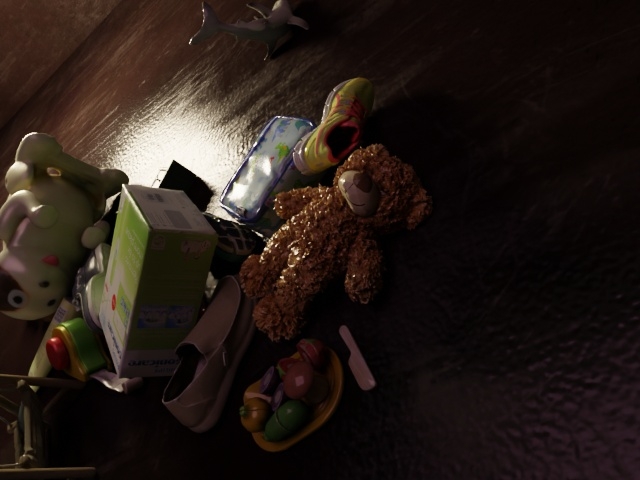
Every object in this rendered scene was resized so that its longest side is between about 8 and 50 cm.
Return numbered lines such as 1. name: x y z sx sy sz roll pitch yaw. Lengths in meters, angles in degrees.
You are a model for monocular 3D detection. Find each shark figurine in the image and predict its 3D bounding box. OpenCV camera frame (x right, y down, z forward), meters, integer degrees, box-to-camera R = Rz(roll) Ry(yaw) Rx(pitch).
1. shark figurine: -0.145 -0.473 1.348 0.166 0.278 0.116 43 139 23

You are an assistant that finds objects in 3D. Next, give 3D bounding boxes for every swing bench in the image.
1. swing bench: -0.590 0.367 1.104 0.165 0.254 0.253 -47 39 10

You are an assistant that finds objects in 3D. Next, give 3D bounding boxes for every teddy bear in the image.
1. teddy bear: 0.000 0.000 0.875 0.338 0.113 0.245 -30 47 29

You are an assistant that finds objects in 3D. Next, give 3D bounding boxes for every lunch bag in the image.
1. lunch bag: -0.083 -0.119 1.065 0.219 0.090 0.176 -56 36 -3

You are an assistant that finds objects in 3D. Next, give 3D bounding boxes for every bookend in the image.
1. bookend: -0.390 -0.108 1.383 0.156 0.072 0.157 10 71 49

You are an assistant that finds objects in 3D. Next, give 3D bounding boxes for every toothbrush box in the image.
1. toothbrush box: -0.299 0.069 1.046 0.206 0.122 0.283 44 123 50

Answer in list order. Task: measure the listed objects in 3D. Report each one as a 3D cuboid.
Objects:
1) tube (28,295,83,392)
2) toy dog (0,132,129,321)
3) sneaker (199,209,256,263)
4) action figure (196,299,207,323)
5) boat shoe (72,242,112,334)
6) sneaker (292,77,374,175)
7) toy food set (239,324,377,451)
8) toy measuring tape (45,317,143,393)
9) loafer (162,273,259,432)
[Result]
1. tube: -0.644 0.251 1.408 0.240 0.062 0.070 -61 -5 0
2. toy dog: -0.714 -0.003 1.475 0.395 0.284 0.408 -21 54 26
3. sneaker: -0.211 0.007 1.120 0.275 0.107 0.110 18 96 55
4. action figure: -0.235 0.118 1.100 0.038 0.030 0.115 -40 43 11
5. boat shoe: -0.485 0.120 1.282 0.099 0.116 0.319 -42 32 6
6. sneaker: 0.044 -0.191 0.969 0.094 0.081 0.208 0 54 54
7. toy food set: -0.041 0.198 0.805 0.218 0.071 0.128 -39 41 19
8. toy measuring tape: -0.470 0.224 1.191 0.330 0.121 0.121 3 66 44
9. loafer: -0.177 0.169 0.949 0.102 0.092 0.268 -10 56 41
